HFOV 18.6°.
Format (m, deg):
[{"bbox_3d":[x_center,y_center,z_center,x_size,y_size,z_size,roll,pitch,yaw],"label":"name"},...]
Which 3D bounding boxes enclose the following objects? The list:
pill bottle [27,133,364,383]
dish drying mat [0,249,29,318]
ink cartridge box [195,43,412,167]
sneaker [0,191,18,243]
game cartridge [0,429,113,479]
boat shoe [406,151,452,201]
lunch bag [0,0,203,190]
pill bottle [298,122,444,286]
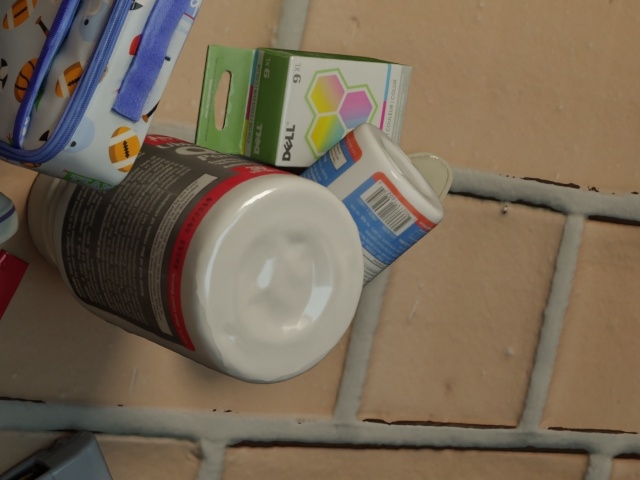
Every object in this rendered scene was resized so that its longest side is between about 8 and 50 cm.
[{"bbox_3d":[-0.123,0.003,1.706,0.176,0.318,0.176,-11,109,-36],"label":"pill bottle"},{"bbox_3d":[-0.297,0.051,1.784,0.032,0.008,0.083,32,82,-38],"label":"dish drying mat"},{"bbox_3d":[-0.014,-0.129,1.921,0.209,0.062,0.109,1,102,-37],"label":"ink cartridge box"},{"bbox_3d":[-0.382,-0.054,1.634,0.282,0.102,0.161,-8,104,-36],"label":"sneaker"},{"bbox_3d":[-0.301,0.333,1.828,0.297,0.062,0.198,-33,116,-27],"label":"game cartridge"},{"bbox_3d":[0.057,-0.014,2.023,0.206,0.075,0.065,-45,168,-26],"label":"boat shoe"},{"bbox_3d":[-0.196,-0.202,1.645,0.115,0.243,0.303,23,88,-40],"label":"lunch bag"},{"bbox_3d":[0.000,0.000,1.889,0.221,0.124,0.124,-39,128,12],"label":"pill bottle"}]
